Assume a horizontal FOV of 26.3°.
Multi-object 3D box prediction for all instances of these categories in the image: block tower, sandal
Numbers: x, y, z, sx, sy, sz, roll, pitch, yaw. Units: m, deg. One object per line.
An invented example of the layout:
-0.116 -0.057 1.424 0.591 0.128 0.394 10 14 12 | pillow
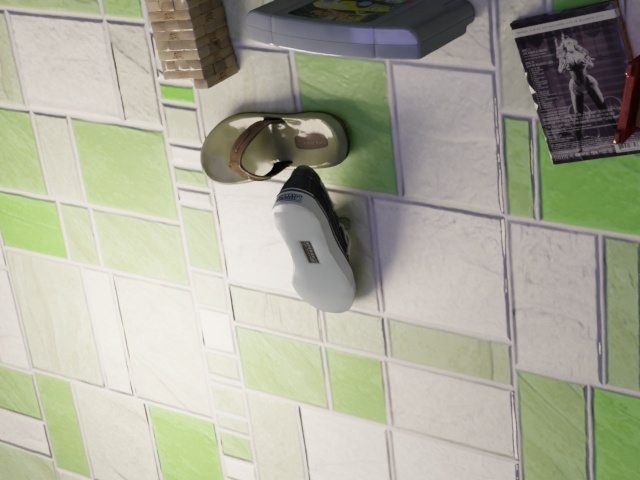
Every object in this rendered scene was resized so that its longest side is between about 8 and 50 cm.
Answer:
-0.227 -0.414 2.204 0.097 0.091 0.335 3 117 36 | block tower
-0.090 -0.152 2.258 0.303 0.086 0.120 -8 110 39 | sandal

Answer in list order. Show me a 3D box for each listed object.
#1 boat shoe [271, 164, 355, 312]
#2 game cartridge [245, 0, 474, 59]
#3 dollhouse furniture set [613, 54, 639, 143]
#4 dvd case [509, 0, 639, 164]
-0.004 0.000 2.271 0.113 0.105 0.306 0 140 25 | boat shoe
0.050 -0.317 1.984 0.294 0.196 0.060 11 122 31 | game cartridge
0.504 -0.283 1.697 0.201 0.152 0.374 19 125 27 | dollhouse furniture set
0.370 -0.219 1.927 0.164 0.018 0.221 -6 112 40 | dvd case
